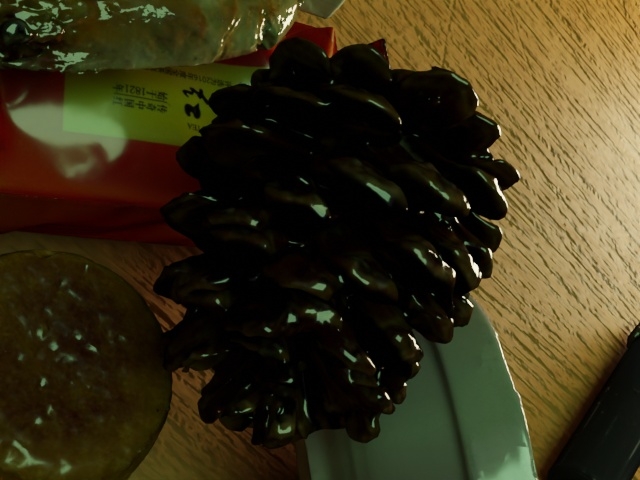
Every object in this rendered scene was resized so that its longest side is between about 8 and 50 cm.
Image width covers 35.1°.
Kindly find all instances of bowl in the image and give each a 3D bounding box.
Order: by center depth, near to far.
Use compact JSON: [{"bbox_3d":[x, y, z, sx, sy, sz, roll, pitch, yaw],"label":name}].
[{"bbox_3d":[0.060,0.186,0.770,0.143,0.287,0.287,-7,82,-7],"label":"bowl"}]

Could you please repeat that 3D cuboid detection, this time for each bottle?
[{"bbox_3d":[0.320,0.175,1.054,0.244,0.082,0.072,-44,148,-32],"label":"bottle"}]

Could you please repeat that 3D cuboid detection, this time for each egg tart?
[{"bbox_3d":[-0.198,0.101,0.660,0.215,0.171,0.215,22,51,-30],"label":"egg tart"}]

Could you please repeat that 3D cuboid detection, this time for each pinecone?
[{"bbox_3d":[0.000,0.000,0.645,0.224,0.224,0.273,38,67,-21],"label":"pinecone"}]

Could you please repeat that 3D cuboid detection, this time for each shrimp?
[{"bbox_3d":[-0.137,-0.178,0.692,0.294,0.062,0.154,-22,75,-41],"label":"shrimp"}]

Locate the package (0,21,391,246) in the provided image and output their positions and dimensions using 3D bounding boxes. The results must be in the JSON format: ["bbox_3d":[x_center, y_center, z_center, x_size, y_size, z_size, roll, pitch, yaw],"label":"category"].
[{"bbox_3d":[-0.126,-0.093,0.782,0.423,0.123,0.196,4,79,-34],"label":"package"}]

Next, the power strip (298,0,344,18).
[{"bbox_3d":[-0.033,-0.346,0.905,0.106,0.043,0.367,12,59,-27],"label":"power strip"}]
